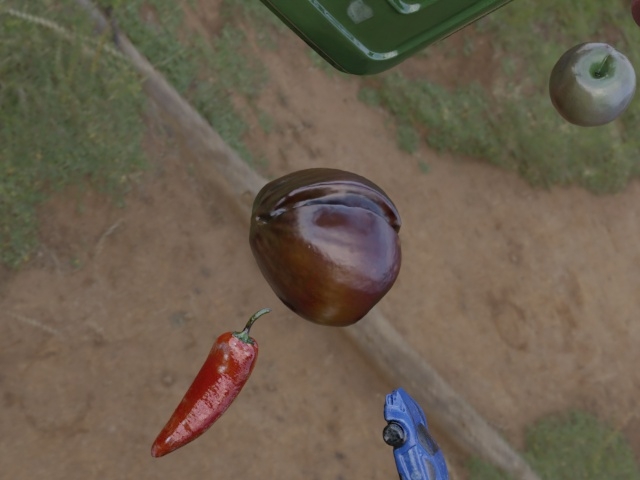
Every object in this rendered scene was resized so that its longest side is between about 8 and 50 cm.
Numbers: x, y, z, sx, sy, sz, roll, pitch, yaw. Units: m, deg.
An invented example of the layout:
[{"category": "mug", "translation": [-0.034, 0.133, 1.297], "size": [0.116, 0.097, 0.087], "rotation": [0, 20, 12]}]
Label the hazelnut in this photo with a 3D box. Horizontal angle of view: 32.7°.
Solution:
[{"category": "hazelnut", "translation": [0.000, 0.000, 1.229], "size": [0.178, 0.178, 0.204], "rotation": [37, 30, -35]}]

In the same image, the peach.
[{"category": "peach", "translation": [0.256, -0.147, 1.035], "size": [0.083, 0.083, 0.083], "rotation": [31, 46, -39]}]

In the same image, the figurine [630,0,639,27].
[{"category": "figurine", "translation": [0.398, -0.248, 1.180], "size": [0.157, 0.126, 0.114], "rotation": [-60, 141, -53]}]

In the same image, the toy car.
[{"category": "toy car", "translation": [0.133, 0.300, 1.441], "size": [0.103, 0.063, 0.216], "rotation": [-8, 85, -74]}]

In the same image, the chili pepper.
[{"category": "chili pepper", "translation": [-0.150, 0.205, 1.553], "size": [0.071, 0.272, 0.063], "rotation": [35, 5, 3]}]

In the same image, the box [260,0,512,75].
[{"category": "box", "translation": [0.091, -0.317, 0.957], "size": [0.252, 0.328, 0.178], "rotation": [31, 35, -57]}]
